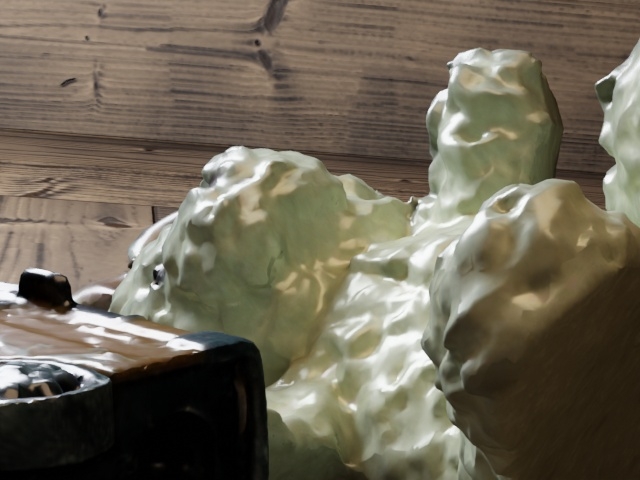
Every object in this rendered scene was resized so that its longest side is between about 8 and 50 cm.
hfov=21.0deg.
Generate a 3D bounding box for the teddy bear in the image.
[{"bbox_3d":[0.000,0.000,0.833,0.362,0.375,0.327,32,62,24],"label":"teddy bear"}]

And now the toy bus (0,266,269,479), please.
[{"bbox_3d":[-0.181,0.109,0.525,0.194,0.162,0.323,10,13,39],"label":"toy bus"}]
